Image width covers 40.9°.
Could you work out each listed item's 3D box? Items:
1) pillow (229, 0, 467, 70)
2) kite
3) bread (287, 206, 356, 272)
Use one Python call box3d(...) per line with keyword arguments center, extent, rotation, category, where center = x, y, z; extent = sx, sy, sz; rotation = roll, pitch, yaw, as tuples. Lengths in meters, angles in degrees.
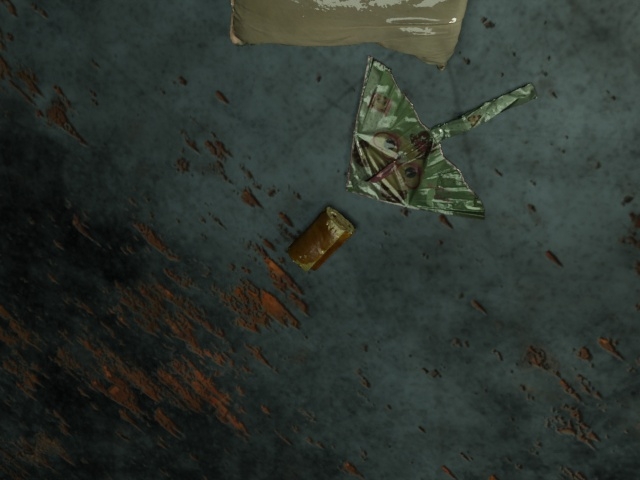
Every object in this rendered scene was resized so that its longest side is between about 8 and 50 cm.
box3d(center=(0.032, -0.264, 0.883), extent=(0.270, 0.067, 0.173), rotation=(11, 124, 14), category="pillow")
box3d(center=(0.124, -0.115, 0.961), extent=(0.250, 0.012, 0.229), rotation=(-28, 105, 27), category="kite")
box3d(center=(0.000, 0.000, 1.046), extent=(0.047, 0.036, 0.083), rotation=(42, 119, -3), category="bread")
